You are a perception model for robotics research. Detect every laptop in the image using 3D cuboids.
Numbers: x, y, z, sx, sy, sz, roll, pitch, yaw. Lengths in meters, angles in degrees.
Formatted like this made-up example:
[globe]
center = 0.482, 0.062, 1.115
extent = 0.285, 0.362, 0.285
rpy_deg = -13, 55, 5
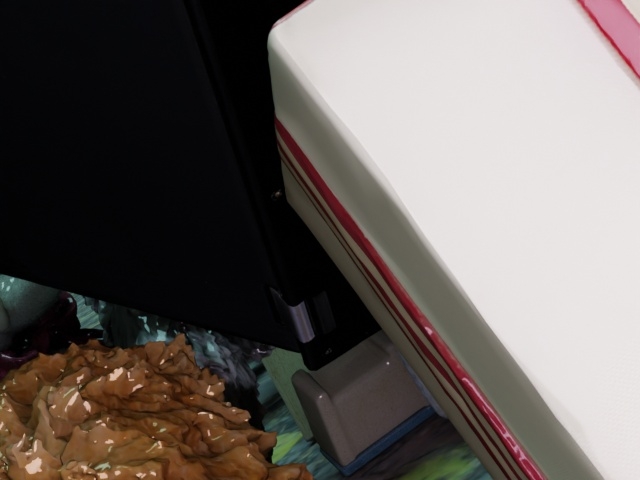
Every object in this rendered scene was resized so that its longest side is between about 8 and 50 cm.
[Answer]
[laptop]
center = -0.049, -0.149, 0.695
extent = 0.408, 0.382, 0.236
rpy_deg = -31, 53, -12

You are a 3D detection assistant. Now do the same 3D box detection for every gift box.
[gift box]
center = 0.153, -0.001, 0.567
extent = 0.255, 0.258, 0.276
rpy_deg = -36, -11, -2

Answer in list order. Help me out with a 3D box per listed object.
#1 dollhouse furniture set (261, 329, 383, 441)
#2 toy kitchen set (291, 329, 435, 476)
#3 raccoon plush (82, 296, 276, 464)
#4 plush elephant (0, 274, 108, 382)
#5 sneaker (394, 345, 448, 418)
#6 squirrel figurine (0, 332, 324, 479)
[dollhouse furniture set]
center = 0.043, 0.084, 1.237
extent = 0.144, 0.123, 0.151
rpy_deg = -32, -26, 4
[toy kitchen set]
center = -0.028, 0.123, 1.106
extent = 0.166, 0.122, 0.207
rpy_deg = -35, 29, -12
[raccoon plush]
center = 0.000, 0.000, 1.008
extent = 0.299, 0.446, 0.216
rpy_deg = -4, -6, -25
[plush elephant]
center = -0.251, 0.103, 1.416
extent = 0.330, 0.255, 0.272
rpy_deg = -32, 12, 21
[sneaker]
center = 0.131, 0.019, 1.052
extent = 0.153, 0.101, 0.268
rpy_deg = -28, 13, 14
[squirrel figurine]
center = -0.172, 0.162, 0.649
extent = 0.397, 0.281, 0.370
rpy_deg = -25, -5, -8
